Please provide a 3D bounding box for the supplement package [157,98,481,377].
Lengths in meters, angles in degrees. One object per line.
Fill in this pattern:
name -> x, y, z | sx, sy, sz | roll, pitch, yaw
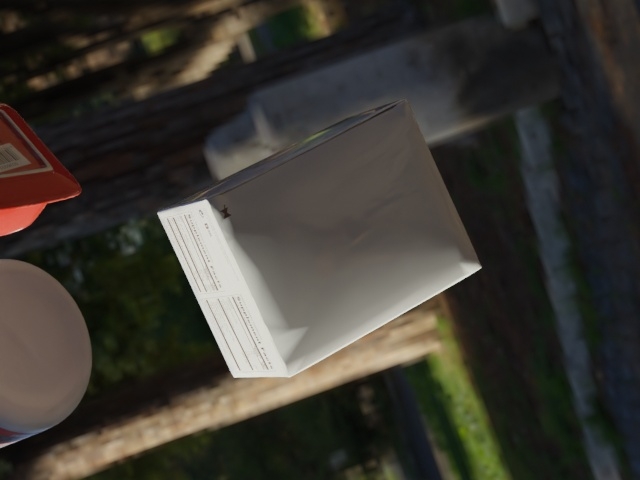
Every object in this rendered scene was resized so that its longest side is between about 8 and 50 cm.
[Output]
supplement package -> 0.000, 0.000, 1.806 | 0.145, 0.262, 0.204 | -11, 106, 64

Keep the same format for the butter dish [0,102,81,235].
butter dish -> -0.354, -0.053, 1.722 | 0.160, 0.160, 0.118 | 46, 126, 28

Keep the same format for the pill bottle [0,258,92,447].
pill bottle -> -0.465, 0.170, 2.064 | 0.210, 0.363, 0.210 | 23, -124, -40
